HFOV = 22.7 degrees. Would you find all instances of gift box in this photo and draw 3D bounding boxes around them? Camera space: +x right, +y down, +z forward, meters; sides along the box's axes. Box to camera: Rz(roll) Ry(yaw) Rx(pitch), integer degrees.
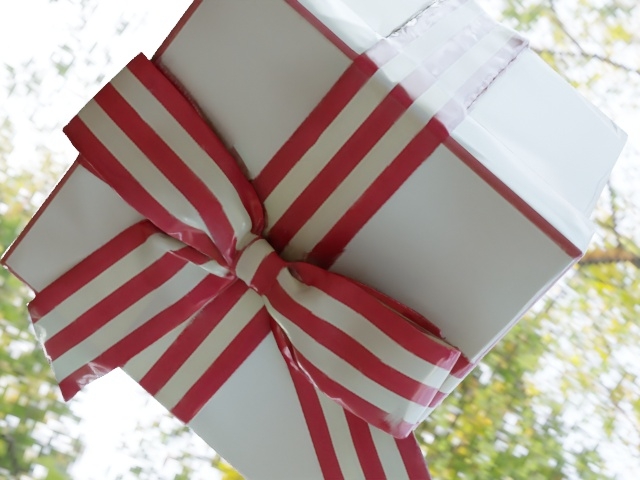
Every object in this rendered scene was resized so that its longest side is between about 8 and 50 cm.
[{"bbox_3d":[0.000,0.000,0.881,0.255,0.258,0.276,37,-66,3],"label":"gift box"}]
